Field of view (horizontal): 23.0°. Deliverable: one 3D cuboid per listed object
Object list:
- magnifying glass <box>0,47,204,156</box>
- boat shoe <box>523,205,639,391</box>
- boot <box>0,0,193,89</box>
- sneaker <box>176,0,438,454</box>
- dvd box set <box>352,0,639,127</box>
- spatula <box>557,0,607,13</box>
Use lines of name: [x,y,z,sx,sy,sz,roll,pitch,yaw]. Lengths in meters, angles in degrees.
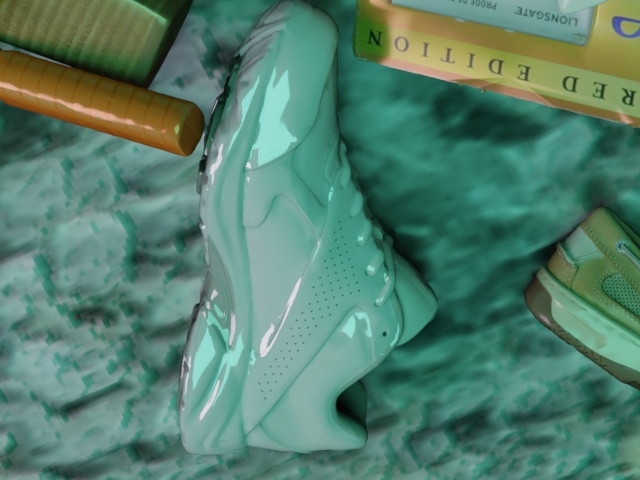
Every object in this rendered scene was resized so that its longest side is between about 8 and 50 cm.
magnifying glass: [-0.160,-0.080,0.688,0.231,0.092,0.026,19,80,14]
boat shoe: [0.188,0.054,0.718,0.190,0.068,0.072,34,102,-6]
boot: [-0.115,-0.215,0.630,0.211,0.104,0.295,27,118,-3]
sneaker: [0.000,0.000,0.719,0.115,0.090,0.232,7,122,-1]
dvd box set: [0.171,-0.237,0.543,0.307,0.062,0.420,16,116,27]
spatula: [0.131,-0.208,0.532,0.168,0.019,0.242,-5,104,39]
